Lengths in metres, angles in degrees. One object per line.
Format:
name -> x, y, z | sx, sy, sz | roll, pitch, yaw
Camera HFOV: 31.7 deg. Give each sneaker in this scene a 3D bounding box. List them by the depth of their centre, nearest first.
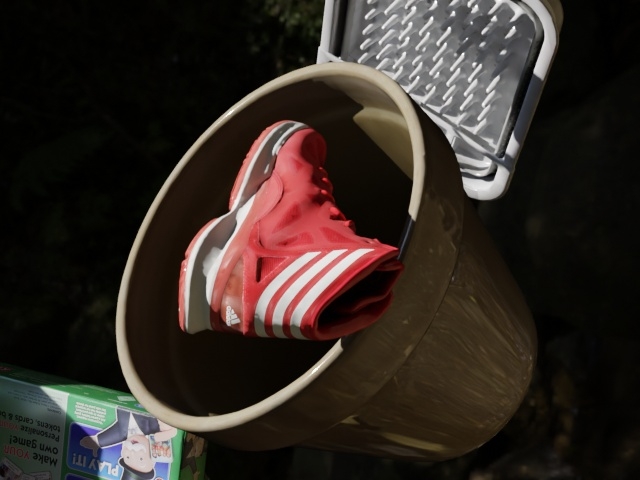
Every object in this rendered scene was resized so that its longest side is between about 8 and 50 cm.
sneaker -> 0.000, 0.000, 0.756 | 0.221, 0.128, 0.087 | -64, -17, -49

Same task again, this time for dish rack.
dish rack -> 0.136, -0.220, 1.288 | 0.072, 0.285, 0.333 | -45, -20, -29

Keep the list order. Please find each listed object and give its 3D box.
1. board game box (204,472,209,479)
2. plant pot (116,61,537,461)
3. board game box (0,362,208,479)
board game box -> -0.173, 0.268, 1.293 | 0.026, 0.126, 0.186 | -34, 12, 3
plant pot -> 0.035, 0.059, 0.971 | 0.323, 0.280, 0.323 | -26, 46, 30
board game box -> -0.259, 0.238, 1.074 | 0.046, 0.317, 0.213 | -7, -76, -63
